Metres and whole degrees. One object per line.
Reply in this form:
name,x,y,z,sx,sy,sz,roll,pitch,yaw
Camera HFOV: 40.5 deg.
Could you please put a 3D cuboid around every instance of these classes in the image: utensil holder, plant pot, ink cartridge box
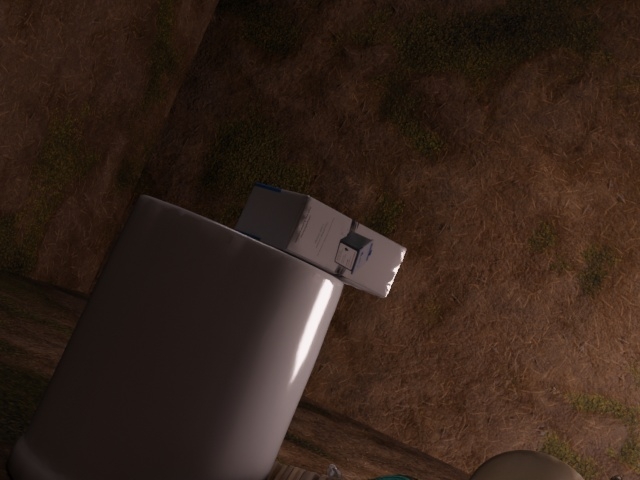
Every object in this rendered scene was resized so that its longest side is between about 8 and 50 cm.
utensil holder,-0.178,0.173,1.155,0.327,0.385,0.327,24,-3,2
plant pot,0.298,0.495,1.383,0.256,0.256,0.274,21,12,27
ink cartridge box,0.000,0.000,1.195,0.190,0.082,0.139,25,-4,-36

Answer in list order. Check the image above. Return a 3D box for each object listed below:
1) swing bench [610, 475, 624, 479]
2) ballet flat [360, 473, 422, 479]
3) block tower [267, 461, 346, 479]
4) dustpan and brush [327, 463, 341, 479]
swing bench,0.402,0.473,1.184,0.165,0.253,0.254,-19,-31,35
ballet flat,0.075,0.400,1.233,0.123,0.123,0.348,25,-25,-26
block tower,0.002,0.364,1.139,0.091,0.097,0.335,41,-21,-18
dustpan and brush,0.036,0.427,1.409,0.147,0.211,0.060,17,36,31
